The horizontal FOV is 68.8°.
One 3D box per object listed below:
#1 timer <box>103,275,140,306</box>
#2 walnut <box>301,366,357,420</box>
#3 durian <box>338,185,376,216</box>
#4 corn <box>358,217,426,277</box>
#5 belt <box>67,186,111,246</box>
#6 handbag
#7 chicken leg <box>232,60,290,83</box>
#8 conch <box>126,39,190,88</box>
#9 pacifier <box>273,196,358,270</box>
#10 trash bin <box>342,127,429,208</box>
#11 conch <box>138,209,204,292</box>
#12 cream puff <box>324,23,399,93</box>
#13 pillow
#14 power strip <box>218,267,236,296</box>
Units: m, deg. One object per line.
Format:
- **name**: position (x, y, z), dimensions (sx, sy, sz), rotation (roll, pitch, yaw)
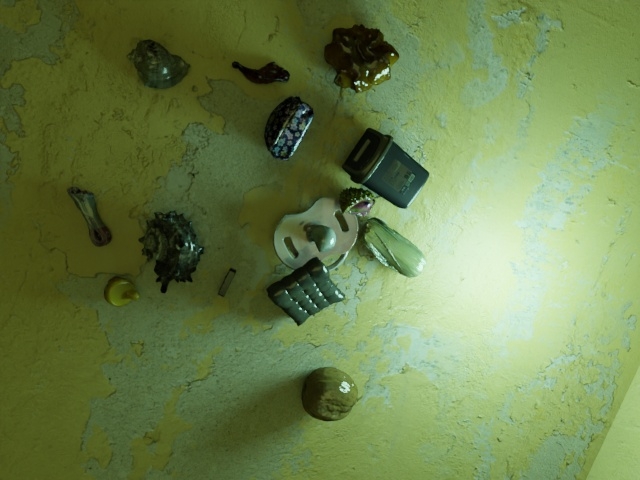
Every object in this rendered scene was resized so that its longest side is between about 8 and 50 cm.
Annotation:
- **timer**: position (-0.725, 0.191, 1.702), dimensions (0.107, 0.109, 0.107), rotation (-26, 125, -44)
- **walnut**: position (0.036, 0.611, 1.855), dimensions (0.228, 0.228, 0.227), rotation (-2, 100, -9)
- **durian**: position (0.151, -0.160, 1.733), dimensions (0.108, 0.187, 0.119), rotation (-30, 70, 34)
- **corn**: position (0.279, 0.030, 1.831), dimensions (0.305, 0.122, 0.123), rotation (34, 112, -12)
- **belt**: position (-0.818, -0.088, 1.668), dimensions (0.071, 0.053, 0.232), rotation (-22, 103, 3)
- **handbag**: position (-0.123, -0.405, 1.652), dimensions (0.127, 0.208, 0.228), rotation (25, 102, -27)
- **chicken leg**: position (-0.212, -0.602, 1.681), dimensions (0.205, 0.053, 0.093), rotation (-2, 77, -16)
- **conch**: position (-0.559, -0.601, 1.612), dimensions (0.207, 0.130, 0.155), rotation (2, 135, -32)
- **pacifier**: position (-0.012, -0.019, 1.733), dimensions (0.332, 0.273, 0.220), rotation (-27, 65, -5)
- **trash bin**: position (0.241, -0.266, 1.751), dimensions (0.290, 0.182, 0.209), rotation (33, 92, -19)
- **conch**: position (-0.545, 0.033, 1.679), dimensions (0.241, 0.186, 0.312), rotation (6, 119, 16)
- **cream puff**: position (0.151, -0.653, 1.683), dimensions (0.269, 0.155, 0.241), rotation (-10, 96, -1)
- **pillow**: position (-0.049, 0.190, 1.731), dimensions (0.228, 0.101, 0.326), rotation (-33, 148, -3)
- **power strip**: position (-0.359, 0.160, 1.794), dimensions (0.029, 0.038, 0.111), rotation (27, 93, -12)
